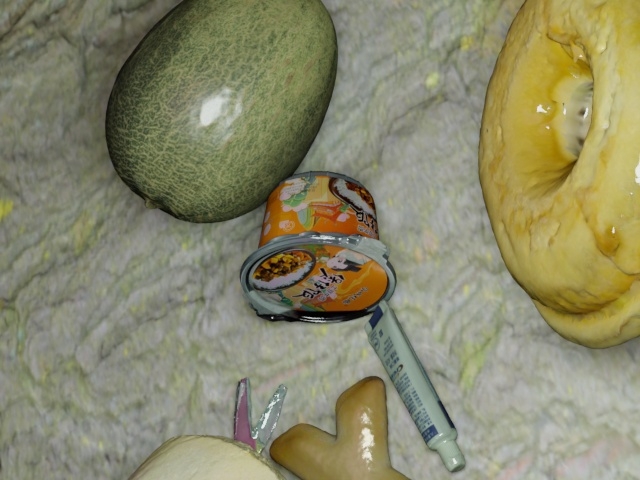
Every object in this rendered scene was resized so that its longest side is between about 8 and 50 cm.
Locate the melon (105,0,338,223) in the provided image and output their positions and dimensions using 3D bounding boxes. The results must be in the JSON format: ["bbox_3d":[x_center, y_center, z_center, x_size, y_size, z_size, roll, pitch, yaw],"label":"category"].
[{"bbox_3d":[-0.113,-0.172,1.925,0.249,0.248,0.329,32,80,30],"label":"melon"}]

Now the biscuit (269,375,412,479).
[{"bbox_3d":[0.046,0.272,1.801,0.164,0.047,0.208,-36,62,10],"label":"biscuit"}]

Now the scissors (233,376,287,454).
[{"bbox_3d":[-0.089,0.255,1.887,0.134,0.020,0.187,9,76,21],"label":"scissors"}]

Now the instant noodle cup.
[{"bbox_3d":[0.000,0.000,1.866,0.208,0.177,0.125,-20,49,30],"label":"instant noodle cup"}]

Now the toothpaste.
[{"bbox_3d":[0.107,0.167,1.816,0.216,0.037,0.062,61,138,28],"label":"toothpaste"}]

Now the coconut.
[{"bbox_3d":[-0.142,0.349,1.725,0.239,0.239,0.244,2,33,26],"label":"coconut"}]

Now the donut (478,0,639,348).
[{"bbox_3d":[0.309,-0.109,1.647,0.449,0.198,0.448,-169,90,-68],"label":"donut"}]
